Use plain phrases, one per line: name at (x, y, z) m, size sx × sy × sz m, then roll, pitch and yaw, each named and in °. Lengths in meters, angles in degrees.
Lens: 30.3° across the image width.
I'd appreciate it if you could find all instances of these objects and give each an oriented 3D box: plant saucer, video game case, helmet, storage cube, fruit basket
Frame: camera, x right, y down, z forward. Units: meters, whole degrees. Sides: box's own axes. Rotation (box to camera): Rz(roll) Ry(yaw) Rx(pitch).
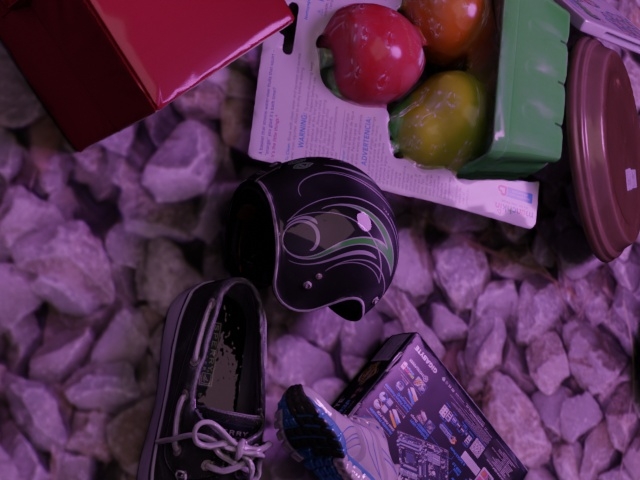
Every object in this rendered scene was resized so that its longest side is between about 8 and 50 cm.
plant saucer at (0.351, -0.112, 1.436) m, size 0.278 × 0.041 × 0.278 m, roll -5°, pitch 90°, yaw -65°
video game case at (0.346, -0.288, 1.501) m, size 0.143 × 0.019 × 0.157 m, roll 13°, pitch 29°, yaw -30°
helmet at (0.000, 0.000, 1.196) m, size 0.161 × 0.169 × 0.170 m, roll -3°, pitch 82°, yaw -28°
storage cube at (-0.180, -0.222, 1.109) m, size 0.215 × 0.183 × 0.193 m, roll -41°, pitch 104°, yaw -33°
fruit basket at (0.100, -0.200, 1.330) m, size 0.352 × 0.165 × 0.327 m, roll 10°, pitch 74°, yaw -15°

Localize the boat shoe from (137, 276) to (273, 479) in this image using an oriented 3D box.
boat shoe at (-0.097, 0.187, 1.126) m, size 0.113 × 0.105 × 0.306 m, roll 17°, pitch 71°, yaw -29°

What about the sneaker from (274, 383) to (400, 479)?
sneaker at (0.022, 0.195, 1.162) m, size 0.191 × 0.071 × 0.083 m, roll 57°, pitch 44°, yaw -33°

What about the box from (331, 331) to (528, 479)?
box at (0.107, 0.237, 1.281) m, size 0.220 × 0.051 × 0.175 m, roll 51°, pitch 59°, yaw -14°
